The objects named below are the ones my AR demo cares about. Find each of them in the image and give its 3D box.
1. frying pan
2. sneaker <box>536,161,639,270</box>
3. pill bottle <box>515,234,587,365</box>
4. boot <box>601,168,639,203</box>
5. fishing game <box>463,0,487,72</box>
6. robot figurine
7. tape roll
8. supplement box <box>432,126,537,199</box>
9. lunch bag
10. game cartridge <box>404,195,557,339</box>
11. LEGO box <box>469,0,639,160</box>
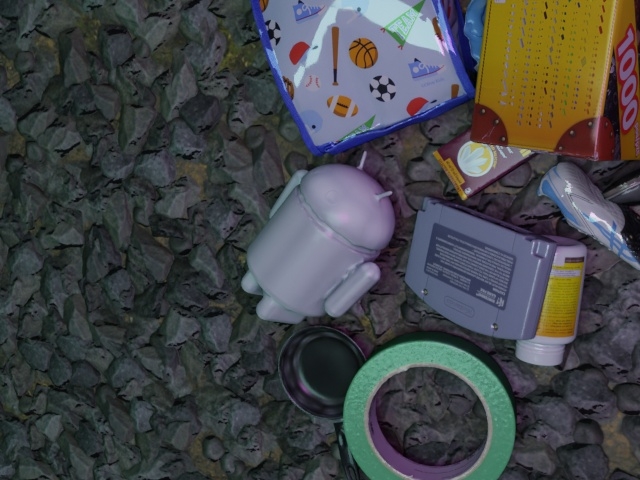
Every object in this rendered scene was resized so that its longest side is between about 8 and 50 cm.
[{"bbox_3d":[0.049,0.314,1.732,0.197,0.053,0.326,-39,85,24],"label":"frying pan"},{"bbox_3d":[0.473,-0.035,1.478,0.237,0.085,0.086,45,139,6],"label":"sneaker"},{"bbox_3d":[0.393,0.104,1.509,0.117,0.117,0.214,9,102,22],"label":"pill bottle"},{"bbox_3d":[0.589,-0.030,1.419,0.190,0.076,0.208,-23,95,12],"label":"boot"},{"bbox_3d":[0.317,-0.338,1.450,0.264,0.189,0.041,56,155,-4],"label":"fishing game"},{"bbox_3d":[0.000,0.000,1.612,0.353,0.200,0.300,-50,55,23],"label":"robot figurine"},{"bbox_3d":[0.205,0.334,1.631,0.322,0.077,0.321,3,100,14],"label":"tape roll"},{"bbox_3d":[0.308,-0.165,1.516,0.188,0.081,0.104,-34,85,24],"label":"supplement box"},{"bbox_3d":[0.076,-0.370,1.496,0.328,0.239,0.385,-19,85,23],"label":"lunch bag"},{"bbox_3d":[0.272,0.053,1.520,0.297,0.062,0.198,27,117,49],"label":"game cartridge"},{"bbox_3d":[0.412,-0.373,1.248,0.193,0.373,0.499,13,104,37],"label":"LEGO box"}]
